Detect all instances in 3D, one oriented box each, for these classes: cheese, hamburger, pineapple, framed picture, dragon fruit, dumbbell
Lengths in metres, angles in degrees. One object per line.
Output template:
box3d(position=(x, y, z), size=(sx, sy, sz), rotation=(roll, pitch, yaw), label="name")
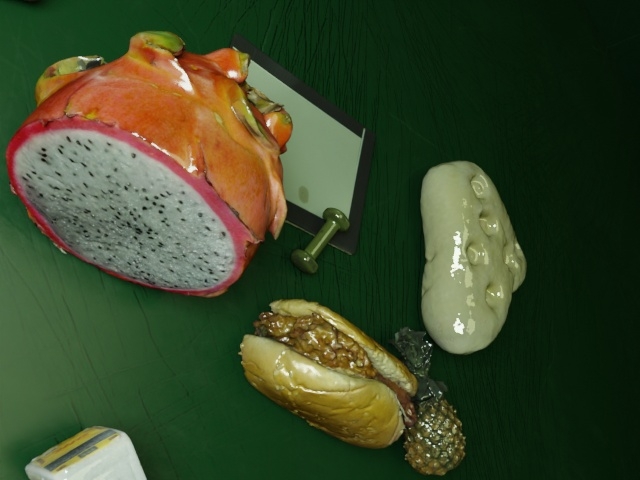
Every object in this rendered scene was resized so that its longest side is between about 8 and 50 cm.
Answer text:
box3d(position=(0.282, 0.018, 1.112), size=(0.351, 0.129, 0.329), rotation=(-42, 111, -41), label="cheese")
box3d(position=(0.025, 0.200, 0.823), size=(0.282, 0.245, 0.156), rotation=(20, 64, 11), label="hamburger")
box3d(position=(0.179, 0.279, 0.974), size=(0.125, 0.125, 0.252), rotation=(-16, 92, -43), label="pineapple")
box3d(position=(-0.040, -0.156, 0.940), size=(0.346, 0.016, 0.265), rotation=(27, 64, -36), label="framed picture")
box3d(position=(-0.170, -0.098, 0.640), size=(0.305, 0.305, 0.226), rotation=(40, 49, -28), label="dragon fruit")
box3d(position=(0.000, 0.000, 0.906), size=(0.118, 0.046, 0.052), rotation=(-53, 126, -21), label="dumbbell")

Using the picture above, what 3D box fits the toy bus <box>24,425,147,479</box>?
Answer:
box3d(position=(-0.200, 0.372, 0.595), size=(0.097, 0.138, 0.343), rotation=(-25, 96, -45), label="toy bus")
